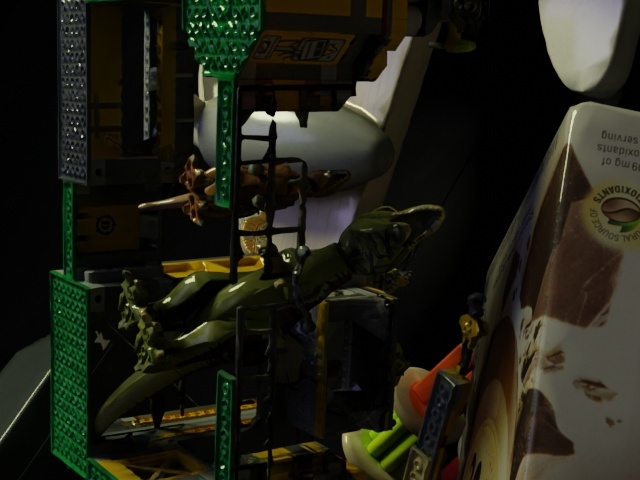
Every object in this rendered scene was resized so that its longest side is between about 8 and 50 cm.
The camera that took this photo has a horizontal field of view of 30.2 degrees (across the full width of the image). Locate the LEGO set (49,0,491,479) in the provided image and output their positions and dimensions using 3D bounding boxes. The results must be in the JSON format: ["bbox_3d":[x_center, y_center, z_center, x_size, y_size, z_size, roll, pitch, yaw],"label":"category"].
[{"bbox_3d":[0.000,0.000,0.555,0.255,0.192,0.331,1,95,57],"label":"LEGO set"}]

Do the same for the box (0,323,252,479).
[{"bbox_3d":[-0.143,0.197,0.625,0.103,0.184,0.261,-24,27,43],"label":"box"}]

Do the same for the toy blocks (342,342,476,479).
[{"bbox_3d":[0.075,0.108,0.644,0.148,0.054,0.123,-48,30,35],"label":"toy blocks"}]

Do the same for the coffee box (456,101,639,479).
[{"bbox_3d":[0.106,0.128,0.413,0.168,0.118,0.297,96,-175,-68],"label":"coffee box"}]

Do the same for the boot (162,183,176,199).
[{"bbox_3d":[-0.178,-0.104,1.350,0.099,0.045,0.121,-103,34,-55],"label":"boot"}]

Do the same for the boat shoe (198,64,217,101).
[{"bbox_3d":[-0.029,-0.197,1.040,0.095,0.112,0.335,-45,29,50],"label":"boat shoe"}]

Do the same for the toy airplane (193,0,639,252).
[{"bbox_3d":[0.031,-0.210,0.721,0.384,0.272,0.386,-50,38,44],"label":"toy airplane"}]

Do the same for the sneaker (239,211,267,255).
[{"bbox_3d":[-0.058,-0.008,1.049,0.083,0.031,0.037,-89,18,-48],"label":"sneaker"}]
